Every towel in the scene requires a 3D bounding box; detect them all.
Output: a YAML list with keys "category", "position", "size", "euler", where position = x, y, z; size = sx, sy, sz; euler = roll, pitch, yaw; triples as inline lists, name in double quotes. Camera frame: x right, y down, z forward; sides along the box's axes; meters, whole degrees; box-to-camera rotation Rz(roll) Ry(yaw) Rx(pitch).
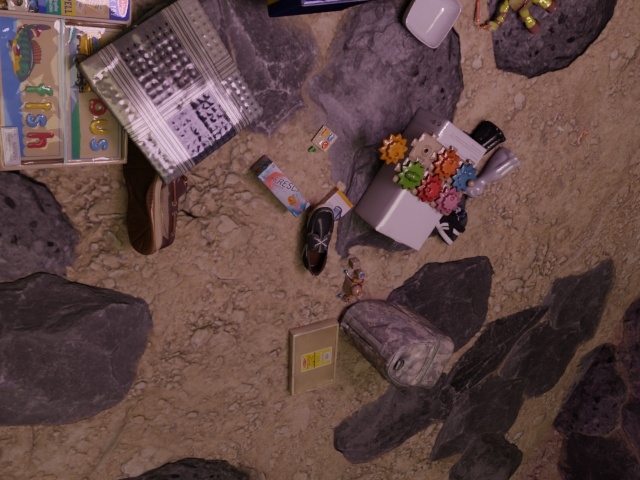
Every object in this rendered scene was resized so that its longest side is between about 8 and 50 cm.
- category: "towel"
  position: [-0.319, -0.336, 1.260]
  size: [0.312, 0.056, 0.324]
  euler: [-42, 122, -19]

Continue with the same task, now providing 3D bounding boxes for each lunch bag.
- category: "lunch bag"
  position: [0.234, 0.329, 1.858]
  size: [0.256, 0.305, 0.212]
  euler: [20, 104, -39]

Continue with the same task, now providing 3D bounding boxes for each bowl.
- category: "bowl"
  position: [0.286, -0.600, 1.502]
  size: [0.142, 0.053, 0.142]
  euler: [25, 103, -37]

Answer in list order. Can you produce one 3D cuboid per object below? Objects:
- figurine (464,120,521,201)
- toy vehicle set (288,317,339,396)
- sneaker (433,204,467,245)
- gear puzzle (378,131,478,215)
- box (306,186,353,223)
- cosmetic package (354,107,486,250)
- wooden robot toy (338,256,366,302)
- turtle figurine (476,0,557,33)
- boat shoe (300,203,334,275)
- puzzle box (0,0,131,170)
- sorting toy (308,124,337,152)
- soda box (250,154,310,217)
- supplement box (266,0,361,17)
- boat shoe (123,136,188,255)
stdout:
- category: "figurine"
  position: [0.509, -0.240, 1.821]
  size: [0.209, 0.092, 0.215]
  euler: [-41, 130, 8]
- category: "toy vehicle set"
  position: [-0.025, 0.395, 1.917]
  size: [0.166, 0.035, 0.266]
  euler: [-11, 121, -23]
- category: "sneaker"
  position: [0.410, -0.084, 1.860]
  size: [0.121, 0.079, 0.217]
  euler: [-48, 137, -1]
- category: "gear puzzle"
  position: [0.297, -0.199, 1.557]
  size: [0.339, 0.044, 0.175]
  euler: [27, 102, -31]
- category: "box"
  position: [0.023, -0.084, 1.673]
  size: [0.136, 0.028, 0.081]
  euler: [-42, 129, 2]
- category: "cosmetic package"
  position: [0.292, -0.177, 1.685]
  size: [0.197, 0.155, 0.365]
  euler: [27, 103, -36]
- category: "wooden robot toy"
  position: [0.117, 0.145, 1.824]
  size: [0.076, 0.079, 0.173]
  euler: [-1, 118, -28]
- category: "turtle figurine"
  position: [0.569, -0.686, 1.585]
  size: [0.217, 0.087, 0.269]
  euler: [16, 108, -34]
- category: "boat shoe"
  position: [0.000, 0.000, 1.650]
  size: [0.084, 0.079, 0.233]
  euler: [1, 128, -17]
- category: "puzzle box"
  position: [-0.530, -0.348, 1.169]
  size: [0.272, 0.052, 0.408]
  euler: [-11, 123, -38]
- category: "sorting toy"
  position: [0.005, -0.268, 1.565]
  size: [0.062, 0.012, 0.083]
  euler: [34, 98, -38]
- category: "soda box"
  position: [-0.107, -0.146, 1.542]
  size: [0.058, 0.063, 0.183]
  euler: [-43, 128, 1]
- category: "supplement box"
  position: [-0.013, -0.664, 1.165]
  size: [0.195, 0.194, 0.356]
  euler: [-15, 110, -22]
- category: "boat shoe"
  position: [-0.389, -0.137, 1.379]
  size: [0.123, 0.123, 0.341]
  euler: [-20, 119, -55]
